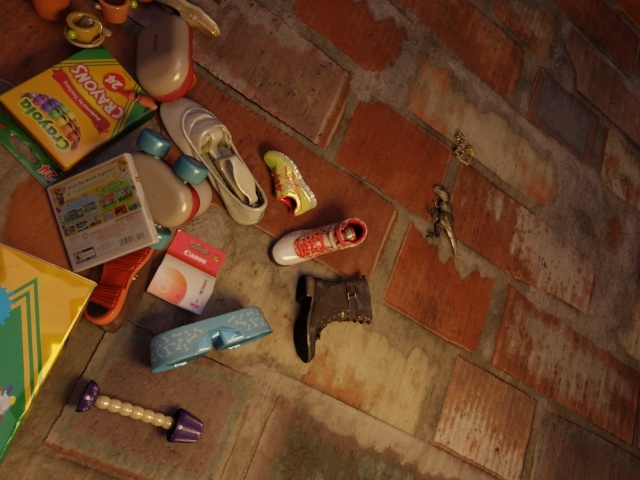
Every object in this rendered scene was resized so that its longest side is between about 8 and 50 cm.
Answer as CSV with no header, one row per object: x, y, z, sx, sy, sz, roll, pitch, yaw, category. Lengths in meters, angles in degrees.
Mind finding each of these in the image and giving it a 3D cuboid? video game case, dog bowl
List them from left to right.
-0.486,-0.059,1.058,0.026,0.227,0.206,-16,87,-74,video game case
-0.262,0.231,1.134,0.297,0.166,0.074,-12,74,-29,dog bowl

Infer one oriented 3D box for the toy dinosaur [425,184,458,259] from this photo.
0.410,-0.060,1.596,0.118,0.064,0.268,-8,87,-35,toy dinosaur

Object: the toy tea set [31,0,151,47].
-0.535,-0.613,1.132,0.200,0.124,0.336,30,55,-2,toy tea set

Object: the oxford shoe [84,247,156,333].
-0.450,0.086,1.111,0.097,0.098,0.271,12,56,13,oxford shoe

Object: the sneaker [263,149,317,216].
-0.100,-0.158,1.334,0.094,0.081,0.208,-42,101,-25,sneaker

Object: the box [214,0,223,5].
-0.283,-0.809,1.389,0.136,0.036,0.225,38,64,-17,box

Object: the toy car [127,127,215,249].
-0.354,-0.123,1.156,0.210,0.238,0.219,35,103,10,toy car

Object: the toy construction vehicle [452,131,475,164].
0.512,-0.330,1.719,0.098,0.035,0.085,41,54,-18,toy construction vehicle

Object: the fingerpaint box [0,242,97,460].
-0.555,0.225,0.813,0.163,0.445,0.370,29,68,-21,fingerpaint box

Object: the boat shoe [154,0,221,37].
-0.365,-0.610,1.298,0.190,0.068,0.072,35,78,-7,boat shoe

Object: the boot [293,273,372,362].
0.048,0.213,1.334,0.229,0.091,0.262,10,74,-25,boot

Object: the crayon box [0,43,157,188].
-0.575,-0.295,1.110,0.202,0.081,0.318,49,63,-12,crayon box

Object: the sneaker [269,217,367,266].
0.000,-0.001,1.318,0.270,0.145,0.090,-15,88,-29,sneaker

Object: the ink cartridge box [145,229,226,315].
-0.328,0.079,1.189,0.145,0.045,0.179,30,70,-20,ink cartridge box

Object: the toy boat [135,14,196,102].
-0.376,-0.446,1.220,0.151,0.151,0.231,47,31,-58,toy boat

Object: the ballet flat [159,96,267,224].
-0.260,-0.223,1.233,0.139,0.139,0.400,-37,98,-28,ballet flat

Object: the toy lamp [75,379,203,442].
-0.399,0.393,1.074,0.275,0.080,0.080,29,68,-18,toy lamp
